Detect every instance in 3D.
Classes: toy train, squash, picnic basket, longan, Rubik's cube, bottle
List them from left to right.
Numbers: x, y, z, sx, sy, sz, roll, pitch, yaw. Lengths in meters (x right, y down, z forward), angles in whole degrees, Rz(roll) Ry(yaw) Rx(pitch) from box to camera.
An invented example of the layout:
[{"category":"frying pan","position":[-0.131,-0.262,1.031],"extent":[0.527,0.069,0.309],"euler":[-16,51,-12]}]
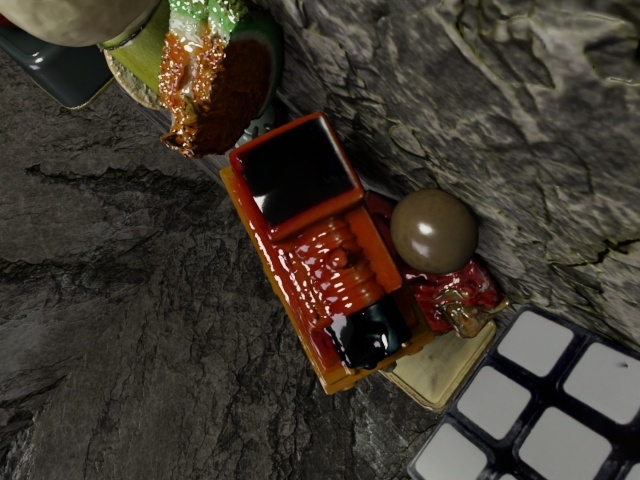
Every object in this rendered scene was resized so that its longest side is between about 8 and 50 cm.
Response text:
[{"category":"squash","position":[-0.175,-0.228,0.553],"extent":[0.123,0.123,0.187],"euler":[34,175,36]},{"category":"bottle","position":[-0.114,-0.173,0.732],"extent":[0.096,0.079,0.254],"euler":[-5,-179,-9]},{"category":"toy train","position":[0.000,0.000,0.537],"extent":[0.369,0.163,0.231],"euler":[63,177,6]},{"category":"picnic basket","position":[0.185,0.185,0.944],"extent":[0.313,0.228,0.175],"euler":[38,172,14]},{"category":"longan","position":[0.129,-0.007,0.493],"extent":[0.113,0.092,0.113],"euler":[43,176,4]},{"category":"Rubik's cube","position":[0.360,0.320,0.569],"extent":[0.305,0.303,0.301],"euler":[45,171,-33]}]

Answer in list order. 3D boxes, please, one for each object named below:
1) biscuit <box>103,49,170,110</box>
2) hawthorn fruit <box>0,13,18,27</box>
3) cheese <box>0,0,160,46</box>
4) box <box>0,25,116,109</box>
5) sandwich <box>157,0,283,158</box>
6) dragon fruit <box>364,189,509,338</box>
[{"category":"biscuit","position":[-0.230,-0.254,0.593],"extent":[0.020,0.152,0.152],"euler":[2,153,32]},{"category":"hawthorn fruit","position":[-0.365,-0.344,0.433],"extent":[0.230,0.210,0.266],"euler":[28,166,22]},{"category":"cheese","position":[-0.212,-0.263,0.304],"extent":[0.251,0.173,0.248],"euler":[25,164,46]},{"category":"box","position":[-0.336,-0.300,0.606],"extent":[0.144,0.201,0.090],"euler":[38,170,21]},{"category":"sandwich","position":[-0.108,-0.172,0.461],"extent":[0.079,0.159,0.235],"euler":[34,-166,-2]},{"category":"dragon fruit","position":[0.161,0.081,0.692],"extent":[0.317,0.152,0.205],"euler":[42,172,-24]}]
